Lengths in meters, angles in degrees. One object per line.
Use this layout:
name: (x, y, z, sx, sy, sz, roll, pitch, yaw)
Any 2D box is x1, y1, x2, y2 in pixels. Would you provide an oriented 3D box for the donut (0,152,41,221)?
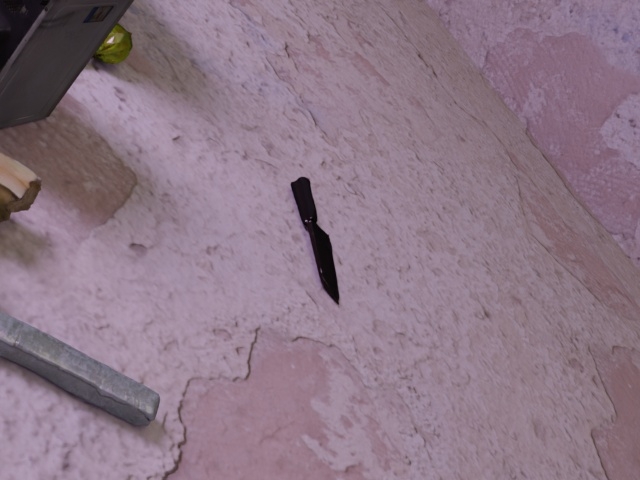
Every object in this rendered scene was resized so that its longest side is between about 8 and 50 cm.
donut: (-0.327, -0.029, 0.740, 0.108, 0.065, 0.166, 36, 30, -18)

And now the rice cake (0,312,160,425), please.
rice cake: (-0.218, 0.116, 0.737, 0.171, 0.029, 0.033, 35, 33, -22)

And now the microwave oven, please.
microwave oven: (-0.320, -0.229, 0.867, 0.129, 0.205, 0.163, 48, 26, 3)

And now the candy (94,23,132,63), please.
candy: (-0.319, -0.248, 1.075, 0.194, 0.062, 0.058, -33, 125, -54)

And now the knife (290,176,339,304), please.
knife: (0.000, 0.000, 1.210, 0.060, 0.028, 0.230, 37, 28, -43)
